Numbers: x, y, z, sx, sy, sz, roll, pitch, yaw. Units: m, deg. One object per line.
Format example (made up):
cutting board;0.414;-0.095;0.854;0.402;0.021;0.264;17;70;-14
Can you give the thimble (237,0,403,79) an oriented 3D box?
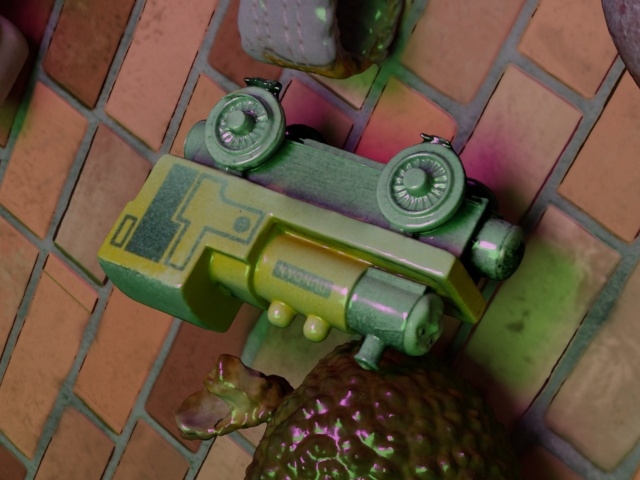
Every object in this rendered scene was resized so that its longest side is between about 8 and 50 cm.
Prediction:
thimble;-0.002;-0.231;1.379;0.118;0.127;0.151;17;111;32

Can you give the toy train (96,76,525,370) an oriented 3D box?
toy train;0.000;0.000;1.369;0.369;0.150;0.237;20;73;30

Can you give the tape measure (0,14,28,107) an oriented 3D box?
tape measure;-0.477;-0.239;1.644;0.258;0.265;0.130;25;84;23

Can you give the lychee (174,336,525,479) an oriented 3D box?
lychee;0.044;0.217;1.391;0.320;0.270;0.270;55;127;27

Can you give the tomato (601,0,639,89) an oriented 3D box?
tomato;0.355;-0.202;1.049;0.317;0.283;0.316;-7;81;49
